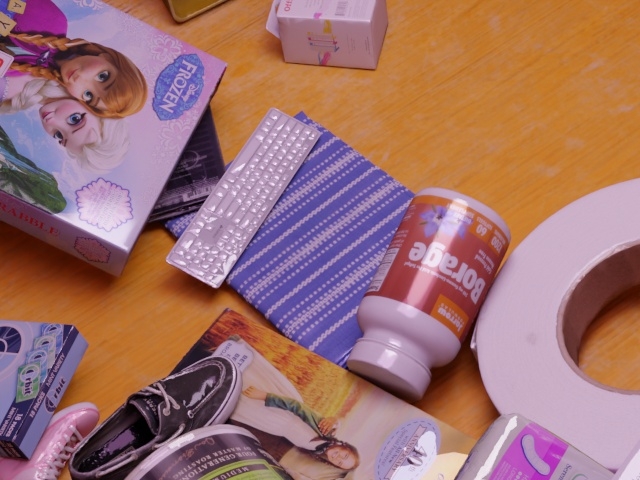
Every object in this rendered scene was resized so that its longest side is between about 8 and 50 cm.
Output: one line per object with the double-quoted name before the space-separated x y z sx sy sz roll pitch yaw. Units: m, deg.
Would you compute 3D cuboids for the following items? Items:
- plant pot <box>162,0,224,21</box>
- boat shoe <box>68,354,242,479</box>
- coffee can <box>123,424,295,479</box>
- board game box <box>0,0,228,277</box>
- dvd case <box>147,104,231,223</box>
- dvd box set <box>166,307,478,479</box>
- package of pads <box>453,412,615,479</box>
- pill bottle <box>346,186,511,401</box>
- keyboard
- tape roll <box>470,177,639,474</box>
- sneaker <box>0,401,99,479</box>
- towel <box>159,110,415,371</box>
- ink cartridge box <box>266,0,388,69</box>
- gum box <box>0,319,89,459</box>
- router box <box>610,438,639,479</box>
"plant pot" -0.169 -0.462 2.218 0.212 0.212 0.187 -28 42 -14
"boat shoe" -0.170 0.190 1.712 0.219 0.070 0.078 -41 58 -21
"coffee can" -0.054 0.329 1.492 0.201 0.201 0.275 -35 51 -19
"board game box" -0.315 -0.157 1.957 0.318 0.066 0.318 25 56 -4
"dvd case" -0.207 -0.109 2.040 0.164 0.018 0.221 -17 48 1
"dvd box set" -0.019 0.277 1.708 0.420 0.062 0.307 27 61 25
"package of pads" 0.240 0.329 1.564 0.296 0.101 0.229 34 64 6
"pill bottle" 0.115 0.060 1.785 0.121 0.121 0.216 20 70 21
"keyboard" -0.090 -0.054 1.953 0.072 0.014 0.256 31 61 4
"tape roll" 0.356 0.095 1.729 0.392 0.072 0.392 -16 46 17
"sneaker" -0.290 0.237 1.779 0.134 0.051 0.070 -33 51 -8
"towel" 0.000 0.000 1.942 0.243 0.040 0.336 -38 55 -19
"ink cartridge box" 0.008 -0.290 2.123 0.143 0.090 0.092 6 53 13
"gum box" -0.371 0.162 1.823 0.184 0.041 0.157 1 50 30
"router box" 0.391 0.287 1.432 0.301 0.082 0.335 26 64 33
